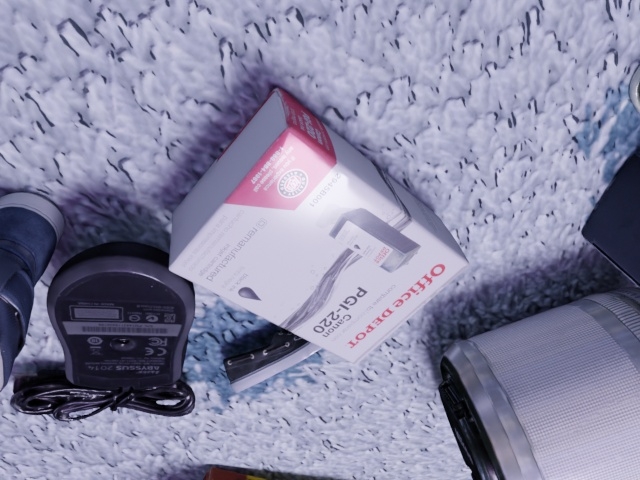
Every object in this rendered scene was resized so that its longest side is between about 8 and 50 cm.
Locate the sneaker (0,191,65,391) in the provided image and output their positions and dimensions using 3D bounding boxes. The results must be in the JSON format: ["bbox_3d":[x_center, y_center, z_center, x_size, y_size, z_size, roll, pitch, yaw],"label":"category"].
[{"bbox_3d":[-0.297,0.085,0.401,0.086,0.163,0.226,26,116,-28],"label":"sneaker"}]

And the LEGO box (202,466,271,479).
[{"bbox_3d":[-0.003,0.581,0.741,0.501,0.193,0.372,20,116,-14],"label":"LEGO box"}]

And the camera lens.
[{"bbox_3d":[0.290,0.186,0.557,0.275,0.219,0.219,-21,125,2],"label":"camera lens"}]

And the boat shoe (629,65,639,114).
[{"bbox_3d":[0.428,-0.086,0.433,0.305,0.091,0.109,23,128,-2],"label":"boat shoe"}]

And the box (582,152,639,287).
[{"bbox_3d":[0.414,0.005,0.500,0.207,0.153,0.108,8,122,-18],"label":"box"}]

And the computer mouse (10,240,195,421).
[{"bbox_3d":[-0.198,0.086,0.484,0.189,0.072,0.272,9,134,-20],"label":"computer mouse"}]

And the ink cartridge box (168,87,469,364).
[{"bbox_3d":[0.000,0.000,0.448,0.218,0.092,0.158,32,112,-30],"label":"ink cartridge box"}]

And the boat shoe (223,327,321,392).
[{"bbox_3d":[-0.043,0.120,0.549,0.142,0.049,0.040,-29,86,2],"label":"boat shoe"}]
